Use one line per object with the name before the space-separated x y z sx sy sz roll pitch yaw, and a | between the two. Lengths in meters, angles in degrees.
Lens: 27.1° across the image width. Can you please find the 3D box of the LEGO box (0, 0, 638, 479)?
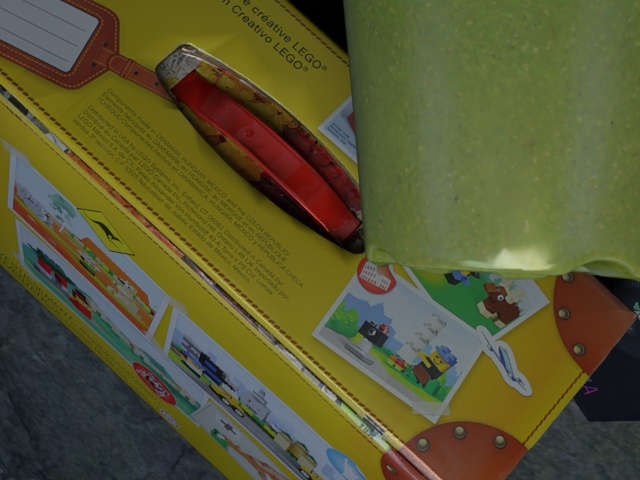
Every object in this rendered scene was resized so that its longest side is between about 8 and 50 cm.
LEGO box | -0.071 0.002 1.015 0.500 0.193 0.372 43 157 4

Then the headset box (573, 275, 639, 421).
headset box | 0.286 0.004 0.945 0.283 0.131 0.246 -7 129 40

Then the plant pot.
plant pot | 0.120 -0.106 0.738 0.276 0.276 0.254 3 90 33
